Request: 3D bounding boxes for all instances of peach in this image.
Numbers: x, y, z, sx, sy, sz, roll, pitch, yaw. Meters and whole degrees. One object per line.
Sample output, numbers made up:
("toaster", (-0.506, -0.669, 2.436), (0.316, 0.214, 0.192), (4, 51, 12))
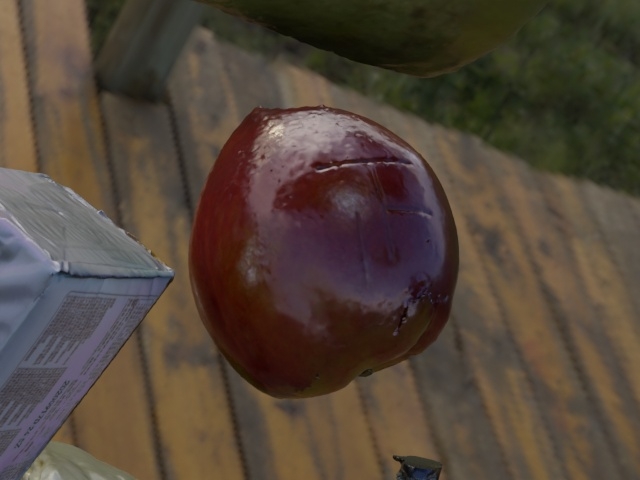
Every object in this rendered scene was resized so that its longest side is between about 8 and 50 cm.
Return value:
("peach", (0.000, 0.000, 1.154), (0.197, 0.197, 0.197), (23, 32, -15))

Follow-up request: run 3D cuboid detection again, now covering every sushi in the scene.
("sushi", (0.076, 0.206, 1.445), (0.044, 0.046, 0.083), (12, 1, 12))

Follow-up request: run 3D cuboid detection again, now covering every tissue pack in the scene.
("tissue pack", (-0.217, 0.072, 0.999), (0.124, 0.225, 0.185), (39, 8, 11))

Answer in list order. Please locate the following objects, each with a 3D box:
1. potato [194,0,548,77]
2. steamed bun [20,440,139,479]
("potato", (-0.016, -0.267, 0.932), (0.280, 0.213, 0.330), (-2, 85, -28))
("steamed bun", (-0.221, 0.334, 1.488), (0.203, 0.289, 0.276), (25, 2, -14))
